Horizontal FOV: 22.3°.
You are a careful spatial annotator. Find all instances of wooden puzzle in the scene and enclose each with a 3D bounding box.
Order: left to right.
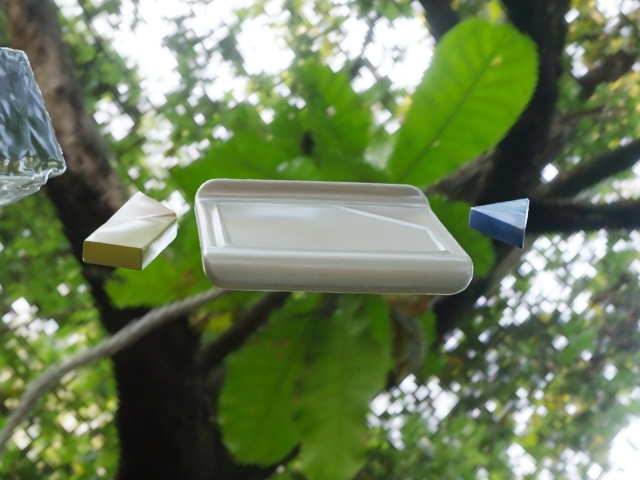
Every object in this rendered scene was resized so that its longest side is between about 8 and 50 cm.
[{"bbox_3d":[0.000,0.000,0.430,0.116,0.078,0.014,3,-72,0],"label":"wooden puzzle"}]

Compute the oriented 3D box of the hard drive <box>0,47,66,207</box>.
[{"bbox_3d":[-0.289,0.012,0.587,0.339,0.237,0.064,-21,-94,14],"label":"hard drive"}]
